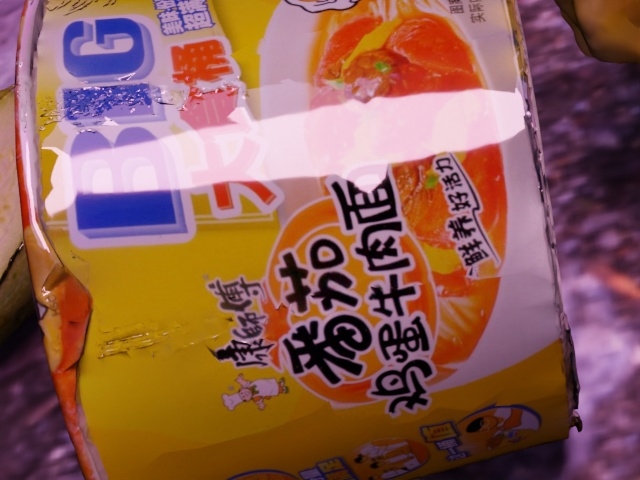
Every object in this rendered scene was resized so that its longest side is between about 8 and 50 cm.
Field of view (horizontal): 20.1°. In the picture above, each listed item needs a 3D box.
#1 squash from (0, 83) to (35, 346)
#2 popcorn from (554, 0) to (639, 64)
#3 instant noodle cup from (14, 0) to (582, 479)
[{"bbox_3d":[-0.101,-0.042,0.763,0.200,0.075,0.090,-47,19,-26],"label":"squash"},{"bbox_3d":[0.200,-0.127,0.583,0.250,0.242,0.235,6,63,16],"label":"popcorn"},{"bbox_3d":[0.000,0.000,0.590,0.153,0.205,0.205,-7,42,5],"label":"instant noodle cup"}]
